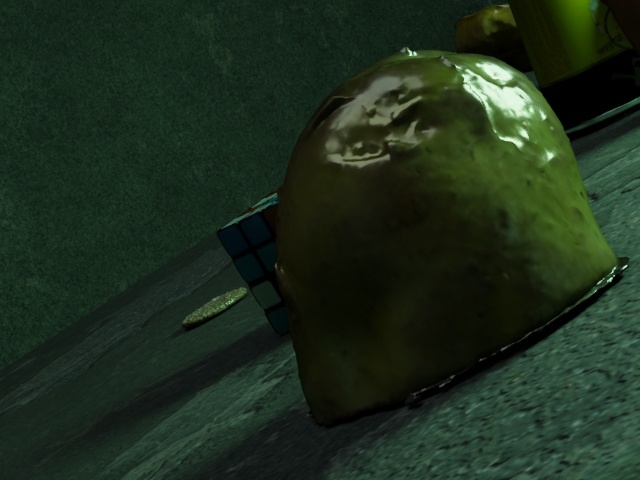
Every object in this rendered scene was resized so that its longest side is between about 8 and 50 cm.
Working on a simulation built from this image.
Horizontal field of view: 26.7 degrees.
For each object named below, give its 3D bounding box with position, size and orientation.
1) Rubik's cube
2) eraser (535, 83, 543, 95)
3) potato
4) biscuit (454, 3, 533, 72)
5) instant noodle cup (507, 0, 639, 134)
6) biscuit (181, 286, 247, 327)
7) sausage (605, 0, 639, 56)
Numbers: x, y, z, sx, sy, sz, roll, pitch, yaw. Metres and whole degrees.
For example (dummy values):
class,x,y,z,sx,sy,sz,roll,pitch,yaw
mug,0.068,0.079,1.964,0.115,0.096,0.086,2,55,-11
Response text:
class,x,y,z,sx,sy,sz,roll,pitch,yaw
Rubik's cube,0.000,0.000,1.623,0.154,0.151,0.155,-26,7,35
eraser,0.439,-0.268,2.233,0.144,0.042,0.312,-30,7,-11
potato,0.071,-0.026,1.124,0.289,0.237,0.301,-34,8,-34
biscuit,0.358,-0.323,2.126,0.297,0.101,0.296,-6,-1,0
instant noodle cup,0.369,-0.288,1.869,0.216,0.236,0.215,-27,5,3
biscuit,-0.168,0.106,2.127,0.120,0.015,0.120,-28,7,4
sausage,0.412,-0.299,1.657,0.114,0.259,0.113,-33,5,3
